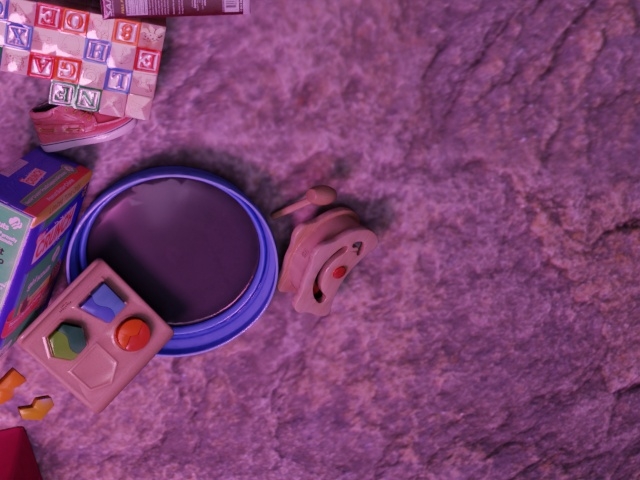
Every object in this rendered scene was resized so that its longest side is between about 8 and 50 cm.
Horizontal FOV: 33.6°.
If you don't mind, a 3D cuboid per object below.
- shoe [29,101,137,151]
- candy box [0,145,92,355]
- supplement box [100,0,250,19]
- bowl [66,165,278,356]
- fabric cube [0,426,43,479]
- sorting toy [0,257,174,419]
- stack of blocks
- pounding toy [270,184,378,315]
[{"bbox_3d":[-0.416,-0.215,1.859,0.178,0.063,0.081,-14,123,2],"label":"shoe"},{"bbox_3d":[-0.532,0.026,1.836,0.122,0.268,0.317,23,112,1],"label":"candy box"},{"bbox_3d":[-0.240,-0.418,1.749,0.240,0.130,0.073,-3,118,-7],"label":"supplement box"},{"bbox_3d":[-0.275,0.038,2.000,0.391,0.077,0.391,-3,118,-6],"label":"bowl"},{"bbox_3d":[-0.687,0.567,2.102,0.254,0.258,0.259,-12,118,-4],"label":"fabric cube"},{"bbox_3d":[-0.435,0.212,1.928,0.307,0.041,0.229,-47,120,-13],"label":"sorting toy"},{"bbox_3d":[-0.422,-0.319,1.791,0.297,0.087,0.171,9,115,-14],"label":"stack of blocks"},{"bbox_3d":[0.000,0.000,2.038,0.154,0.155,0.269,-8,132,-38],"label":"pounding toy"}]
